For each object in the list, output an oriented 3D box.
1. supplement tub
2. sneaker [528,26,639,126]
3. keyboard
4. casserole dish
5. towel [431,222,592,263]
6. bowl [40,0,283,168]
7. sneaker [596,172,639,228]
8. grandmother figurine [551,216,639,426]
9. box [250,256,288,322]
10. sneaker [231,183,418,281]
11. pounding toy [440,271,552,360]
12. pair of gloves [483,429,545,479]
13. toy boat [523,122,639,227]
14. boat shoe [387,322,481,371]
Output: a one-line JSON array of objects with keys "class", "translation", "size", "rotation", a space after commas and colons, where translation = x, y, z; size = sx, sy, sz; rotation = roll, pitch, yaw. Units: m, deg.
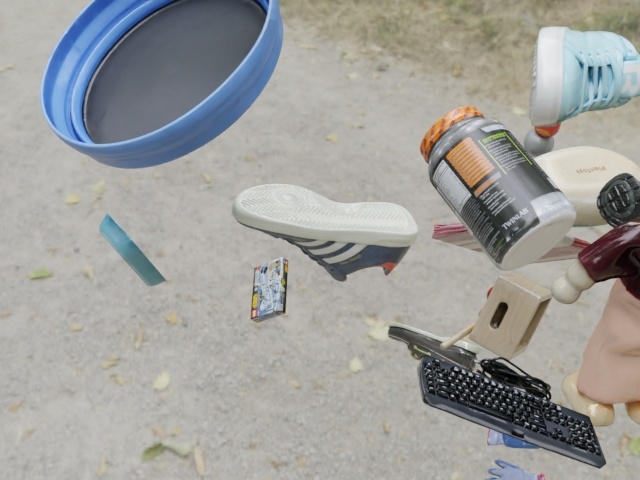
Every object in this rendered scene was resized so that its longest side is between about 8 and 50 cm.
[{"class": "supplement tub", "translation": [0.210, -0.067, 0.984], "size": [0.116, 0.117, 0.190], "rotation": [-16, 59, -30]}, {"class": "sneaker", "translation": [0.398, -0.247, 1.162], "size": [0.150, 0.135, 0.366], "rotation": [6, 24, 25]}, {"class": "keyboard", "translation": [0.180, 0.143, 0.755], "size": [0.192, 0.038, 0.100], "rotation": [22, 24, -13]}, {"class": "casserole dish", "translation": [-0.351, 0.024, 1.490], "size": [0.037, 0.188, 0.114], "rotation": [-42, 59, -10]}, {"class": "towel", "translation": [0.449, -0.001, 1.832], "size": [0.328, 0.037, 0.237], "rotation": [15, -15, -35]}, {"class": "bowl", "translation": [-0.233, -0.274, 1.197], "size": [0.390, 0.077, 0.391], "rotation": [-13, 54, 18]}, {"class": "sneaker", "translation": [0.579, 0.011, 1.370], "size": [0.130, 0.109, 0.286], "rotation": [20, 47, -31]}, {"class": "grandmother figurine", "translation": [0.329, 0.040, 0.782], "size": [0.207, 0.343, 0.104], "rotation": [-2, 38, -12]}, {"class": "box", "translation": [-0.119, 0.116, 1.881], "size": [0.093, 0.027, 0.137], "rotation": [-21, 55, 37]}, {"class": "sneaker", "translation": [0.000, 0.000, 1.481], "size": [0.349, 0.148, 0.131], "rotation": [10, 38, -15]}, {"class": "pounding toy", "translation": [0.276, 0.123, 1.251], "size": [0.100, 0.141, 0.130], "rotation": [29, 13, 24]}, {"class": "pair of gloves", "translation": [0.380, 0.418, 1.560], "size": [0.023, 0.159, 0.198], "rotation": [27, 63, -27]}, {"class": "toy boat", "translation": [0.522, -0.148, 1.693], "size": [0.267, 0.148, 0.318], "rotation": [-4, 52, -14]}, {"class": "boat shoe", "translation": [0.232, 0.231, 1.727], "size": [0.227, 0.069, 0.081], "rotation": [12, -8, 41]}]
